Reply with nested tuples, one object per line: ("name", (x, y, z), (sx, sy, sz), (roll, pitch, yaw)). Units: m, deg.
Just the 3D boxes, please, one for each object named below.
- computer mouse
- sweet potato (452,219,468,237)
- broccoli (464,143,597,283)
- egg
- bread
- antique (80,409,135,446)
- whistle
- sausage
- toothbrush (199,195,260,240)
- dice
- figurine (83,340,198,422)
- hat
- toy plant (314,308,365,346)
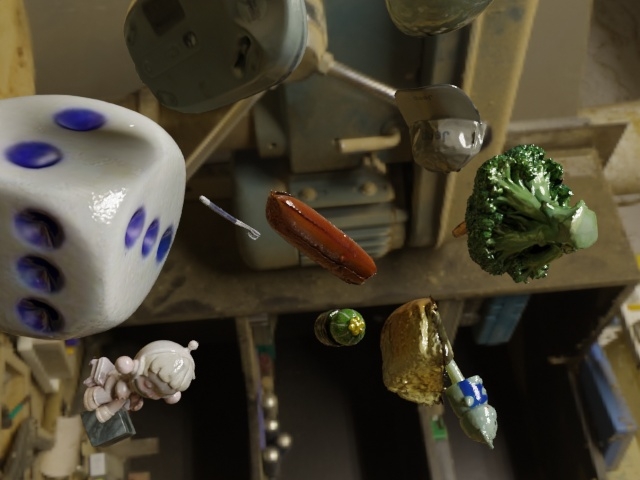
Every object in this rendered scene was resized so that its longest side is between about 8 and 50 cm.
("computer mouse", (-0.137, -0.273, 1.001), (0.331, 0.095, 0.197), (-7, -70, 49))
("sweet potato", (0.425, -0.066, 1.790), (0.057, 0.265, 0.057), (61, 0, 1))
("broccoli", (0.384, -0.041, 1.448), (0.270, 0.270, 0.269), (20, -62, 60))
("egg", (0.195, -0.429, 1.195), (0.253, 0.187, 0.186), (-53, -158, 23))
("bread", (0.220, 0.248, 1.803), (0.262, 0.163, 0.204), (86, 4, -49))
("antique", (-0.513, 0.448, 1.900), (0.183, 0.086, 0.088), (108, -41, -73))
("whistle", (0.348, 0.372, 1.826), (0.110, 0.092, 0.244), (40, 24, -61))
("sausage", (0.000, 0.000, 1.727), (0.330, 0.102, 0.102), (37, 27, -32))
("toothbrush", (-0.253, -0.061, 2.181), (0.024, 0.026, 0.288), (39, 1, 35))
("dice", (-0.396, -0.042, 1.178), (0.304, 0.304, 0.276), (-66, 172, -56))
("figurine", (-0.372, 0.295, 1.692), (0.144, 0.257, 0.181), (-78, 147, -63))
("hat", (0.283, -0.276, 1.968), (0.245, 0.214, 0.149), (27, 66, -51))
("toy plant", (0.052, 0.215, 1.931), (0.162, 0.093, 0.092), (-14, -99, 62))
